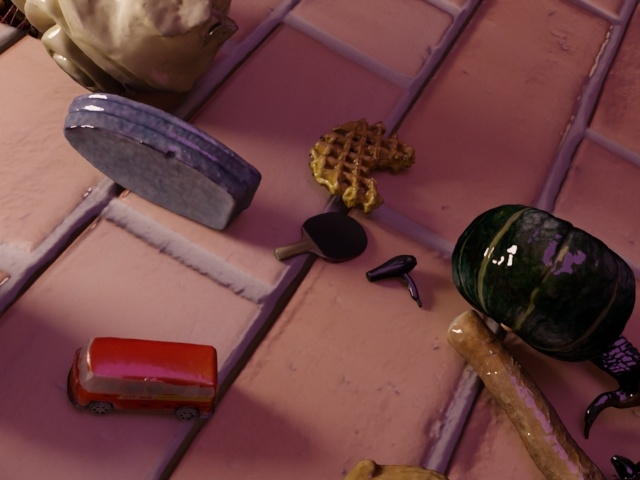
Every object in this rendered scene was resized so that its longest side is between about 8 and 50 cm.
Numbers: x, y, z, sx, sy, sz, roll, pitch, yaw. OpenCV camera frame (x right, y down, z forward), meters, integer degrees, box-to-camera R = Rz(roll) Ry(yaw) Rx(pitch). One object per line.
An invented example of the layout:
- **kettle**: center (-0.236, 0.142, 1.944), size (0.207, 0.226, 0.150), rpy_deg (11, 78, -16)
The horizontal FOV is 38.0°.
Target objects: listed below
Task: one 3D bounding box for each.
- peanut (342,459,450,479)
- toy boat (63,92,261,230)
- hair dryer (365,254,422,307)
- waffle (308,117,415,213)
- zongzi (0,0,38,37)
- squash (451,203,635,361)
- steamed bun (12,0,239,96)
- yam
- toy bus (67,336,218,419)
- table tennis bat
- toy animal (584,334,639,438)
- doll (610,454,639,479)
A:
- **peanut**: center (0.107, 0.345, 1.033), size (0.197, 0.110, 0.233), rpy_deg (-30, 69, -37)
- **toy boat**: center (-0.223, -0.115, 1.275), size (0.283, 0.127, 0.078), rpy_deg (26, 54, -2)
- **hair dryer**: center (0.115, 0.063, 1.330), size (0.079, 0.031, 0.083), rpy_deg (-21, 70, -22)
- **waffle**: center (0.068, -0.118, 1.443), size (0.149, 0.051, 0.194), rpy_deg (42, 45, 14)
- **zongzi**: center (-0.470, -0.355, 1.414), size (0.083, 0.073, 0.067), rpy_deg (5, 68, -17)
- **squash**: center (0.301, 0.056, 1.267), size (0.252, 0.252, 0.165), rpy_deg (34, 91, 8)
- **steamed bun**: center (-0.298, -0.327, 1.350), size (0.347, 0.237, 0.394), rpy_deg (9, 14, -47)
- **yam**: center (0.268, 0.216, 1.235), size (0.066, 0.066, 0.299), rpy_deg (-17, 60, -32)
- **toy bus**: center (-0.204, 0.157, 1.088), size (0.174, 0.077, 0.079), rpy_deg (7, 50, -16)
- **table tennis bat**: center (0.000, 0.000, 1.343), size (0.157, 0.013, 0.087), rpy_deg (-17, 61, -33)
- **toy animal**: center (0.448, 0.205, 1.279), size (0.160, 0.272, 0.197), rpy_deg (30, 83, -19)
- **doll**: center (0.467, 0.337, 1.212), size (0.219, 0.067, 0.091), rpy_deg (16, 45, -16)
